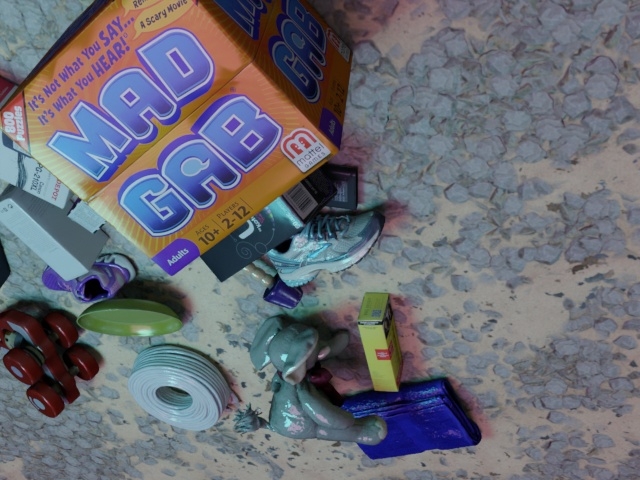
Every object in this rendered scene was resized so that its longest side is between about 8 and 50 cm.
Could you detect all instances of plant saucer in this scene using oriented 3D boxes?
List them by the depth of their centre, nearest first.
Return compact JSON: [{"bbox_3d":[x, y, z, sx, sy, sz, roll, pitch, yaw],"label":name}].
[{"bbox_3d":[-0.439,0.177,2.074,0.241,0.037,0.241,-1,160,0],"label":"plant saucer"}]

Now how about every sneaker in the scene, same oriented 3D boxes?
[{"bbox_3d":[0.000,0.000,1.780,0.283,0.110,0.122,-27,115,34],"label":"sneaker"},{"bbox_3d":[-0.543,0.093,2.042,0.236,0.104,0.095,-3,132,22],"label":"sneaker"}]

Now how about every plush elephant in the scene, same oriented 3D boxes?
[{"bbox_3d":[-0.032,0.294,1.993,0.330,0.272,0.255,4,101,-30],"label":"plush elephant"}]

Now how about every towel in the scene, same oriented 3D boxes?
[{"bbox_3d":[0.204,0.443,2.149,0.308,0.076,0.228,-16,124,30],"label":"towel"}]

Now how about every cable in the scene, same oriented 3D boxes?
[{"bbox_3d":[-0.357,0.374,2.255,0.257,0.089,0.257,-5,130,22],"label":"cable"}]

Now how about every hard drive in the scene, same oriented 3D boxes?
[{"bbox_3d":[0.004,-0.107,1.736,0.135,0.022,0.094,8,134,11],"label":"hard drive"}]

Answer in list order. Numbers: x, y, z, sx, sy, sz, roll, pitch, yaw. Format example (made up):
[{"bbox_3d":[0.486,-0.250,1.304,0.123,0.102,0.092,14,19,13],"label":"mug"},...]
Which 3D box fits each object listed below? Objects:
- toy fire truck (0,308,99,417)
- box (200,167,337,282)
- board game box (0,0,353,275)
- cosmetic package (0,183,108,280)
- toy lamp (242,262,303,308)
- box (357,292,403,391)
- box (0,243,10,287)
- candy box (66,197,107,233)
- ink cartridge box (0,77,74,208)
[{"bbox_3d":[-0.728,0.291,2.264,0.253,0.169,0.302,12,136,34],"label":"toy fire truck"},{"bbox_3d":[-0.129,-0.064,1.705,0.270,0.143,0.165,-33,99,41],"label":"box"},{"bbox_3d":[-0.203,-0.244,1.396,0.356,0.356,0.356,-35,115,25],"label":"board game box"},{"bbox_3d":[-0.579,-0.034,1.928,0.085,0.117,0.231,-21,121,33],"label":"cosmetic package"},{"bbox_3d":[-0.159,0.054,1.904,0.274,0.080,0.080,35,133,-12],"label":"toy lamp"},{"bbox_3d":[0.133,0.225,1.962,0.058,0.087,0.232,1,131,17],"label":"box"},{"bbox_3d":[-0.830,0.041,2.093,0.158,0.093,0.156,10,134,10],"label":"box"},{"bbox_3d":[-0.392,-0.117,1.709,0.071,0.159,0.233,35,153,-17],"label":"candy box"},{"bbox_3d":[-0.580,-0.194,1.786,0.237,0.100,0.172,26,135,-7],"label":"ink cartridge box"}]
